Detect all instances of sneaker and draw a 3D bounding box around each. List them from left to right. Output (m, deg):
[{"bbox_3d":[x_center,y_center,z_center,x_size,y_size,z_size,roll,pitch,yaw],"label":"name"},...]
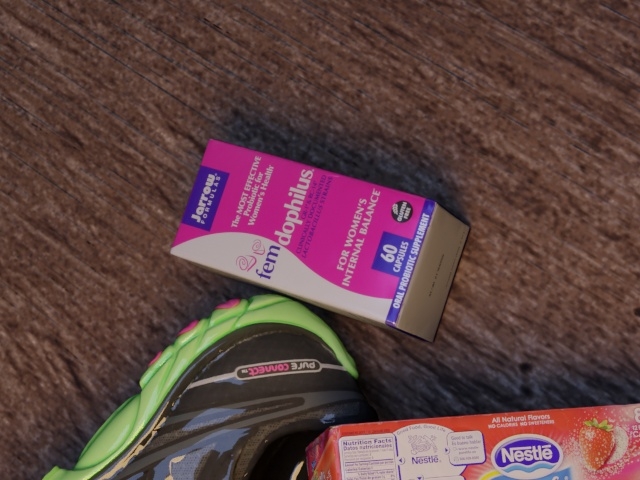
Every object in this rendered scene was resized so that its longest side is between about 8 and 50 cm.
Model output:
[{"bbox_3d":[-0.137,0.268,1.247,0.202,0.185,0.482,40,94,26],"label":"sneaker"}]

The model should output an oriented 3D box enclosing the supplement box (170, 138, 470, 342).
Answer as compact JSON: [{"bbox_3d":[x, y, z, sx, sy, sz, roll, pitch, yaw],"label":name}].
[{"bbox_3d":[0.000,0.000,1.294,0.220,0.114,0.111,16,85,23],"label":"supplement box"}]

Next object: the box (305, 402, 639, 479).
[{"bbox_3d":[0.126,0.203,1.146,0.257,0.122,0.128,-3,75,-11],"label":"box"}]
